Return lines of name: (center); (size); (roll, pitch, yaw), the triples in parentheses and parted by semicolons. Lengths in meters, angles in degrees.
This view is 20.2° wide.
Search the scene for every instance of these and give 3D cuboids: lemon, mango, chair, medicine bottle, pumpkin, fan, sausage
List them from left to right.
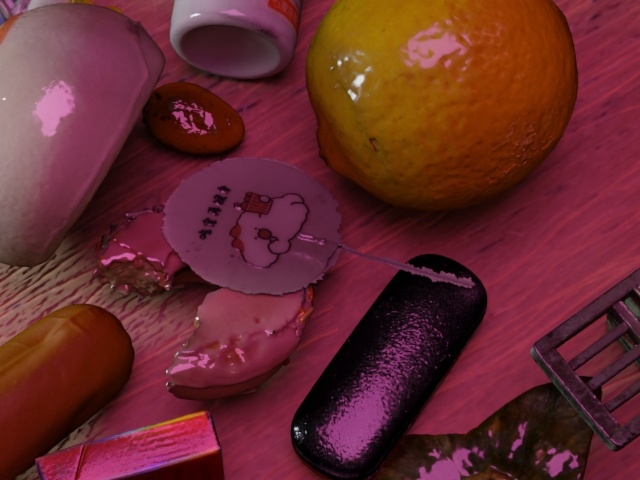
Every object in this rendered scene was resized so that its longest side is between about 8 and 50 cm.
sausage: (-0.306, 0.169, 1.712); (0.112, 0.112, 0.328); (36, 42, 15)
mango: (-0.137, -0.130, 1.941); (0.114, 0.057, 0.079); (16, 62, -2)
medicine bottle: (-0.081, -0.315, 1.975); (0.144, 0.144, 0.252); (5, 68, 2)
fan: (0.000, -0.001, 1.832); (0.329, 0.009, 0.190); (17, 48, 5)
lemon: (0.122, -0.164, 1.840); (0.293, 0.293, 0.293); (0, 66, 0)
pumpkin: (0.172, 0.276, 1.735); (0.258, 0.095, 0.290); (-13, 57, 7)
chair: (0.337, 0.106, 1.783); (0.270, 0.147, 0.136); (-35, 73, -18)

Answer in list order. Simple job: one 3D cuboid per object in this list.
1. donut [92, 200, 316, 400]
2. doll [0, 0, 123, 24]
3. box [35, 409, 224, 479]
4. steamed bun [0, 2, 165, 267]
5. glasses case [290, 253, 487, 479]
donut: (-0.110, 0.058, 1.823); (0.199, 0.085, 0.233); (-20, 57, -24)
doll: (-0.338, -0.245, 1.968); (0.241, 0.098, 0.135); (11, 46, 3)
box: (-0.183, 0.224, 1.747); (0.175, 0.112, 0.048); (-15, 67, -9)
steamed bun: (-0.290, -0.119, 1.804); (0.177, 0.283, 0.283); (30, 67, -10)
glasses case: (0.071, 0.128, 1.815); (0.103, 0.067, 0.266); (33, 68, 13)
